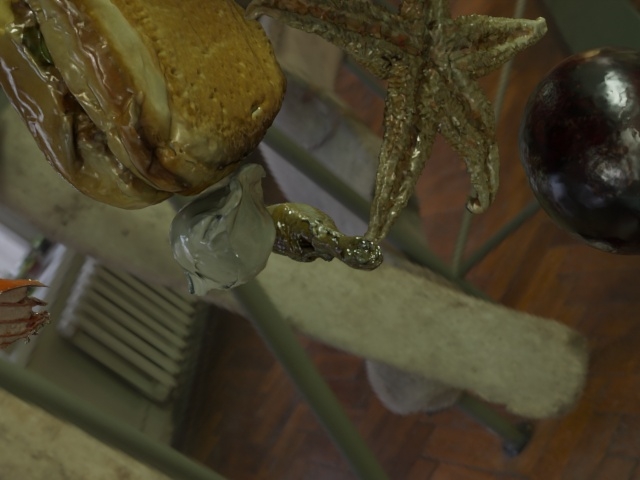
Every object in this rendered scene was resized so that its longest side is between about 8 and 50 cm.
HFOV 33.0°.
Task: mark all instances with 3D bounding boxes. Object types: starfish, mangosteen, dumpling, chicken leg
[{"bbox_3d":[0.072,-0.114,0.824,0.048,0.295,0.231,-5,86,51],"label":"starfish"},{"bbox_3d":[0.341,-0.113,1.114,0.261,0.236,0.235,-47,18,35],"label":"mangosteen"},{"bbox_3d":[-0.094,-0.015,1.133,0.127,0.108,0.188,-58,-3,-32],"label":"dumpling"},{"bbox_3d":[0.002,-0.003,1.246,0.198,0.085,0.069,18,80,48],"label":"chicken leg"}]

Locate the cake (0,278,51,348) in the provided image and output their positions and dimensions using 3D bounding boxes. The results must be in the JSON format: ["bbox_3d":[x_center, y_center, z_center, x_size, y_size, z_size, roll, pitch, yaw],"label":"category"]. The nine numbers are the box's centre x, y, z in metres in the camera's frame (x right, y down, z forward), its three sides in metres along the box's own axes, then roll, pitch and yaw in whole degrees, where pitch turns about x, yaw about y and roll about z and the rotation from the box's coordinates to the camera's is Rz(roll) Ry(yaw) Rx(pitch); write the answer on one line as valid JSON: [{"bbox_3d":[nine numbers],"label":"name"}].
[{"bbox_3d":[-0.463,0.101,1.359,0.135,0.287,0.098,30,112,48],"label":"cake"}]

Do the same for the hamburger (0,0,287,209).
[{"bbox_3d":[-0.179,-0.189,1.048,0.174,0.304,0.284,-17,16,34],"label":"hamburger"}]
